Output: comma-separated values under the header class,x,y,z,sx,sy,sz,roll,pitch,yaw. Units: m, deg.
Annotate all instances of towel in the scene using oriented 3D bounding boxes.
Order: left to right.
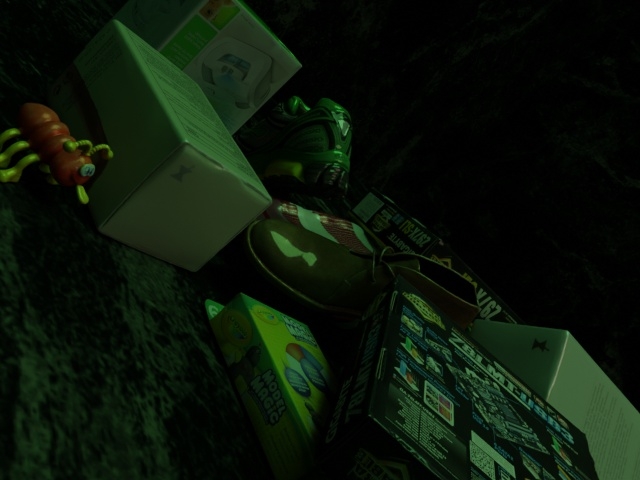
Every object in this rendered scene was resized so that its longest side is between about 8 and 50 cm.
class,x,y,z,sx,sy,sz,roll,pitch,yaw
towel,0.000,0.000,0.930,0.329,0.037,0.237,18,18,-38

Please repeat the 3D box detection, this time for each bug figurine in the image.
class,x,y,z,sx,sy,sz,roll,pitch,yaw
bug figurine,-0.286,-0.112,0.449,0.216,0.072,0.279,49,11,3

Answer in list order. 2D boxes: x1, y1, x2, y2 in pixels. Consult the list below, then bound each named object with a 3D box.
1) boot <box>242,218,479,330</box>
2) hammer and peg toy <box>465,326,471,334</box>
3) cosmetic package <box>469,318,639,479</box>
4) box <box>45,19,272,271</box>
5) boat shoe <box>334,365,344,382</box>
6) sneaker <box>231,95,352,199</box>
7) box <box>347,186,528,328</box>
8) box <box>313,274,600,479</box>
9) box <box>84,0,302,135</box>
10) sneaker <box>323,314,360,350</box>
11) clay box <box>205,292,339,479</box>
class,x,y,z,sx,sy,sz,roll,pitch,yaw
boot,0.056,0.036,0.742,0.305,0.115,0.112,26,43,-16
hammer and peg toy,0.319,0.280,1.283,0.266,0.127,0.361,51,11,12
cosmetic package,0.390,0.337,1.008,0.161,0.230,0.453,3,-31,48
box,-0.182,-0.103,0.674,0.148,0.127,0.232,33,19,-54
boat shoe,0.164,0.268,0.728,0.355,0.130,0.132,48,11,-4
sneaker,-0.060,-0.149,0.992,0.134,0.146,0.343,19,-7,-39
box,0.221,0.060,1.133,0.322,0.079,0.257,40,3,-31
box,0.149,0.194,0.573,0.295,0.073,0.293,41,19,-4
box,-0.200,-0.301,1.006,0.127,0.231,0.262,53,12,25
sneaker,0.028,0.112,0.951,0.221,0.087,0.128,-121,-173,-62
clay box,-0.030,0.142,0.614,0.127,0.053,0.222,36,18,-50
